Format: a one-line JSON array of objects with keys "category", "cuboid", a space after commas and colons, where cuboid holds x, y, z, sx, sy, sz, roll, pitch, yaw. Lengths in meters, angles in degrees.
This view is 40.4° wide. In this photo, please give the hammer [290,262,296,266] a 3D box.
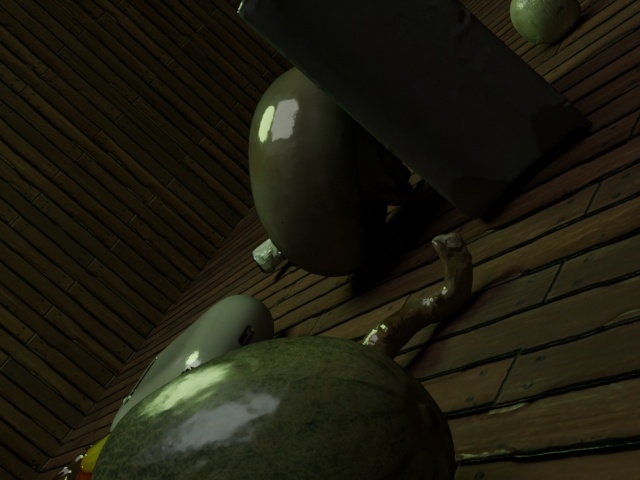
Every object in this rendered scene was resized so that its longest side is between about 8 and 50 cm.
[{"category": "hammer", "cuboid": [0.000, 0.000, 1.935, 0.201, 0.021, 0.078, -33, 18, 55]}]

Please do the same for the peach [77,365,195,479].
[{"category": "peach", "cuboid": [-0.250, 0.342, 1.308, 0.267, 0.159, 0.154, -37, 11, 2]}]

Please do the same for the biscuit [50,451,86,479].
[{"category": "biscuit", "cuboid": [-0.455, 0.517, 1.515, 0.366, 0.115, 0.268, -55, -2, 8]}]

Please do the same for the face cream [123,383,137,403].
[{"category": "face cream", "cuboid": [-0.313, 0.287, 1.959, 0.345, 0.102, 0.102, -44, 11, 27]}]

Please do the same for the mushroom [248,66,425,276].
[{"category": "mushroom", "cuboid": [0.040, -0.122, 1.445, 0.294, 0.362, 0.362, -6, 25, 15]}]

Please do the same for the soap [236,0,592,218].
[{"category": "soap", "cuboid": [0.125, -0.262, 1.229, 0.213, 0.435, 0.350, -46, 11, 18]}]

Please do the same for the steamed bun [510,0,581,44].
[{"category": "steamed bun", "cuboid": [0.390, -0.403, 1.544, 0.091, 0.112, 0.130, -48, 17, -8]}]

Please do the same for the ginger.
[{"category": "ginger", "cuboid": [0.084, 0.116, 1.013, 0.288, 0.075, 0.089, -52, -13, 7]}]

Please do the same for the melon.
[{"category": "melon", "cuboid": [-0.044, 0.208, 0.714, 0.329, 0.249, 0.249, -32, 17, 30]}]

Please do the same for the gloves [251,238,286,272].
[{"category": "gloves", "cuboid": [-0.070, -0.016, 2.086, 0.229, 0.097, 0.119, -52, 14, 7]}]

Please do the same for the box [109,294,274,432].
[{"category": "box", "cuboid": [-0.238, 0.263, 1.614, 0.349, 0.141, 0.289, -42, 13, 34]}]
